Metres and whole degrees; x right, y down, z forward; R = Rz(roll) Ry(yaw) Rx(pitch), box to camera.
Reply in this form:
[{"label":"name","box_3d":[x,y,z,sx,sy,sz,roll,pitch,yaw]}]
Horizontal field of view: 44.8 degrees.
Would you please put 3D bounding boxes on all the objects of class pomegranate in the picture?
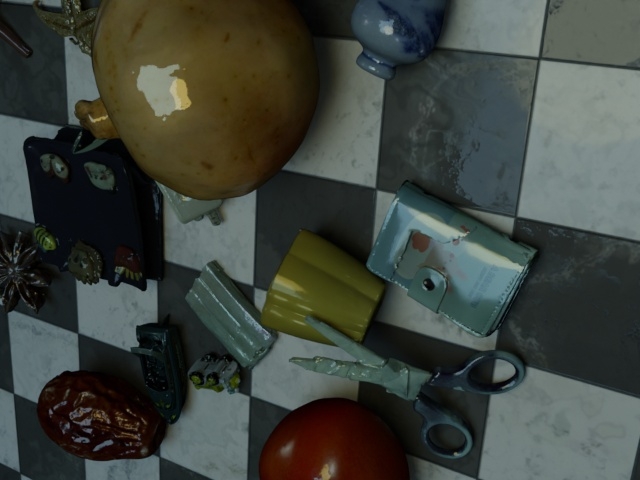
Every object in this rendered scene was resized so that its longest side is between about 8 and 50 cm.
[{"label":"pomegranate","box_3d":[-0.203,-0.259,1.260,0.411,0.411,0.411,10,110,28]}]

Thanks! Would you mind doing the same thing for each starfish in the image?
[{"label":"starfish","box_3d":[-0.492,-0.462,1.568,0.247,0.050,0.138,34,118,14]}]

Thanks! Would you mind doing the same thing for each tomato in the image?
[{"label":"tomato","box_3d":[0.030,0.407,1.408,0.298,0.226,0.298,25,159,10]}]

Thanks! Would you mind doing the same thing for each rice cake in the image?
[{"label":"rice cake","box_3d":[-0.181,0.155,1.580,0.211,0.038,0.124,43,121,12]}]

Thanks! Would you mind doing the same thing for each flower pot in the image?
[{"label":"flower pot","box_3d":[0.014,0.099,1.370,0.179,0.195,0.195,24,117,8]}]

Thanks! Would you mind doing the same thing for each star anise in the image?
[{"label":"star anise","box_3d":[-0.733,0.080,1.859,0.262,0.081,0.230,-33,88,23]}]

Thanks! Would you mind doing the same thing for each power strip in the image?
[{"label":"power strip","box_3d":[-0.286,-0.166,1.480,0.098,0.058,0.338,-27,107,7]}]

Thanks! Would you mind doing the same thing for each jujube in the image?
[{"label":"jujube","box_3d":[-0.496,0.396,1.760,0.290,0.197,0.197,18,114,9]}]

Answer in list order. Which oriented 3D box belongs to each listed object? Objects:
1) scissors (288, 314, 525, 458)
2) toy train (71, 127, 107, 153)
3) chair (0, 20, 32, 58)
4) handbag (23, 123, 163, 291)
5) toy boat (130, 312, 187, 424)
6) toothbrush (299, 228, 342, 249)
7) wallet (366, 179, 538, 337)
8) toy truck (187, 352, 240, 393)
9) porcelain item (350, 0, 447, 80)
[{"label":"scissors","box_3d":[0.133,0.230,1.323,0.383,0.029,0.256,24,119,-9]},{"label":"toy train","box_3d":[-0.389,-0.253,1.516,0.252,0.048,0.055,-41,66,11]},{"label":"chair","box_3d":[-0.761,-0.514,1.623,0.326,0.175,0.183,39,146,9]},{"label":"handbag","box_3d":[-0.479,-0.060,1.644,0.303,0.122,0.329,14,113,26]},{"label":"toy boat","box_3d":[-0.344,0.290,1.684,0.093,0.103,0.246,4,110,29]},{"label":"toothbrush","box_3d":[0.000,0.000,1.441,0.097,0.008,0.006,27,103,22]},{"label":"wallet","box_3d":[0.212,0.033,1.290,0.250,0.075,0.176,31,113,20]},{"label":"toy truck","box_3d":[-0.216,0.288,1.626,0.111,0.076,0.077,2,123,28]},{"label":"porcelain item","box_3d":[0.134,-0.373,1.175,0.141,0.141,0.259,31,110,19]}]
